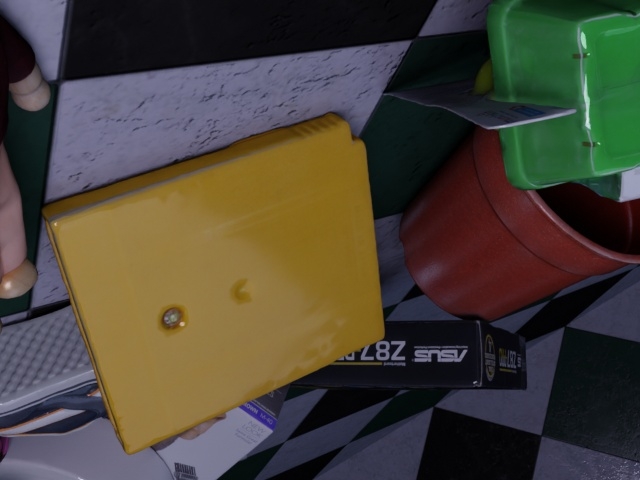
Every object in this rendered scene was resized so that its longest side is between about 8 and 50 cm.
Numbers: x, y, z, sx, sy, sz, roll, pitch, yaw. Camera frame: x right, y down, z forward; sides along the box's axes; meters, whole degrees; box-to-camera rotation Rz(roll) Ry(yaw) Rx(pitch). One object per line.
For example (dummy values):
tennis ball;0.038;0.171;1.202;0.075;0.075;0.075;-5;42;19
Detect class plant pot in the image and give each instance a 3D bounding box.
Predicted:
plant pot;0.250;-0.037;1.020;0.272;0.272;0.265;-13;159;-35

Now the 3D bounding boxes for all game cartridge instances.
game cartridge;-0.088;0.042;0.846;0.323;0.052;0.285;-22;123;-23

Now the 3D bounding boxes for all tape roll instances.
tape roll;-0.341;0.351;1.089;0.286;0.286;0.100;-46;-165;34

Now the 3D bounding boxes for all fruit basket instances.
fruit basket;0.245;-0.138;0.708;0.327;0.165;0.353;-13;-171;-5

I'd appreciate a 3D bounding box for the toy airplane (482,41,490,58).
toy airplane;0.234;-0.235;0.856;0.151;0.028;0.151;-22;150;-14

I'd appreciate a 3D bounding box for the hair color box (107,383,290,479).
hair color box;-0.217;0.258;1.126;0.339;0.185;0.110;-46;-167;31

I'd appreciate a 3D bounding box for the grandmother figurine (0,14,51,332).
grandmother figurine;-0.239;-0.065;0.511;0.104;0.208;0.342;12;134;-6

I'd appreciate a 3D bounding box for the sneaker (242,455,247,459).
sneaker;-0.227;0.348;1.453;0.169;0.108;0.292;-20;152;-6

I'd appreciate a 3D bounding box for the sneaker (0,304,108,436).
sneaker;-0.247;0.134;0.936;0.321;0.126;0.127;-13;150;-17

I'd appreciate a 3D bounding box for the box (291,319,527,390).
box;0.082;0.176;1.220;0.395;0.097;0.318;-4;170;23

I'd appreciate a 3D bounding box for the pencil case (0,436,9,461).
pencil case;-0.408;0.241;0.874;0.098;0.095;0.209;9;179;-7
